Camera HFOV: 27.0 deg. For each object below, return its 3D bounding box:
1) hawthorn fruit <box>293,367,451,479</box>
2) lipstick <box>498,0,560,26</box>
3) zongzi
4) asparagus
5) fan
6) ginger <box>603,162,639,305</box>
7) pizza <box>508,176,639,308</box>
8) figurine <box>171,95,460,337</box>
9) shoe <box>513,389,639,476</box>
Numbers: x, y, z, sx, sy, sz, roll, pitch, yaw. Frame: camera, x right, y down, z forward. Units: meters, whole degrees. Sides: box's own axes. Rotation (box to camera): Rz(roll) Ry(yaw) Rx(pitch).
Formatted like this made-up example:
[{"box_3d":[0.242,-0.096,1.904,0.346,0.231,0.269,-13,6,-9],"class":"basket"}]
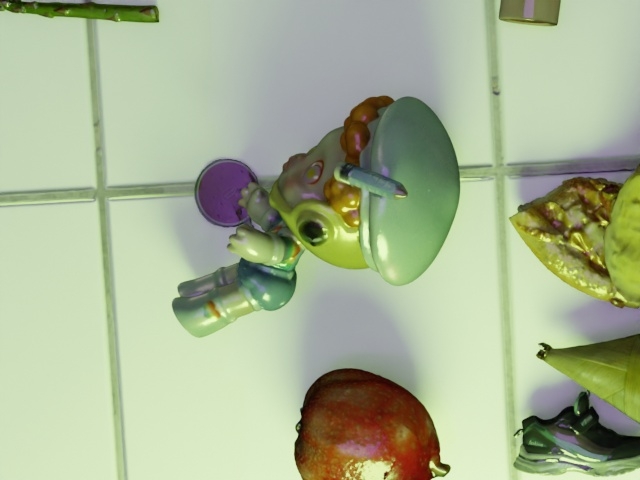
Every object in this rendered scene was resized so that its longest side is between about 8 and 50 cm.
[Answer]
[{"box_3d":[0.062,0.240,1.568,0.188,0.169,0.169,15,97,5],"class":"hawthorn fruit"},{"box_3d":[0.254,-0.378,1.529,0.070,0.070,0.255,7,96,9],"class":"lipstick"},{"box_3d":[0.409,0.112,1.530,0.256,0.115,0.228,33,92,18],"class":"zongzi"},{"box_3d":[-0.320,-0.290,1.661,0.248,0.024,0.025,6,52,10],"class":"asparagus"},{"box_3d":[-0.102,-0.039,1.649,0.085,0.005,0.133,-36,86,10],"class":"fan"},{"box_3d":[0.421,-0.088,1.474,0.190,0.126,0.354,36,81,-32],"class":"ginger"},{"box_3d":[0.333,-0.010,1.548,0.161,0.062,0.182,-42,85,5],"class":"pizza"},{"box_3d":[0.002,-0.011,1.571,0.381,0.224,0.205,-30,107,31],"class":"figurine"},{"box_3d":[0.309,0.225,1.568,0.169,0.071,0.100,-4,87,11],"class":"shoe"}]
